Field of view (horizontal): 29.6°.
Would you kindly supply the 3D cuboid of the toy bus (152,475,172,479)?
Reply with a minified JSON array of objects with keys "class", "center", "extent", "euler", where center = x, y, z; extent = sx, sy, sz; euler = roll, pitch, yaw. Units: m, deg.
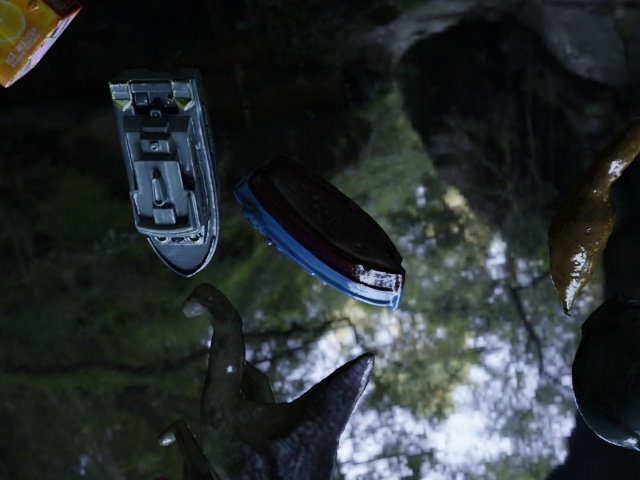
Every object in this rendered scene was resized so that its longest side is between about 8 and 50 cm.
[{"class":"toy bus","center":[-0.197,0.286,0.943],"extent":[0.274,0.090,0.112],"euler":[-18,-134,-41]}]

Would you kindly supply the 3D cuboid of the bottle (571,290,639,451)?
[{"class":"bottle","center":[0.335,0.109,0.896],"extent":[0.336,0.144,0.144],"euler":[9,-167,-27]}]

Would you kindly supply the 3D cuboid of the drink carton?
[{"class":"drink carton","center":[-0.344,-0.255,1.135],"extent":[0.096,0.223,0.071],"euler":[-46,-168,18]}]

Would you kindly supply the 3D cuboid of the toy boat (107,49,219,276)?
[{"class":"toy boat","center":[-0.187,-0.078,1.523],"extent":[0.114,0.296,0.122],"euler":[1,-148,11]}]

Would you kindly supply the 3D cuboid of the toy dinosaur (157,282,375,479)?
[{"class":"toy dinosaur","center":[-0.050,0.161,0.843],"extent":[0.077,0.294,0.162],"euler":[-13,-135,-32]}]

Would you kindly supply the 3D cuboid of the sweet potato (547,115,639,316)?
[{"class":"sweet potato","center":[0.326,-0.036,1.477],"extent":[0.074,0.270,0.075],"euler":[14,-154,-7]}]

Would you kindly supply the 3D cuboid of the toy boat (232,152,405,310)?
[{"class":"toy boat","center":[0.000,0.000,1.331],"extent":[0.223,0.097,0.100],"euler":[40,-127,7]}]
